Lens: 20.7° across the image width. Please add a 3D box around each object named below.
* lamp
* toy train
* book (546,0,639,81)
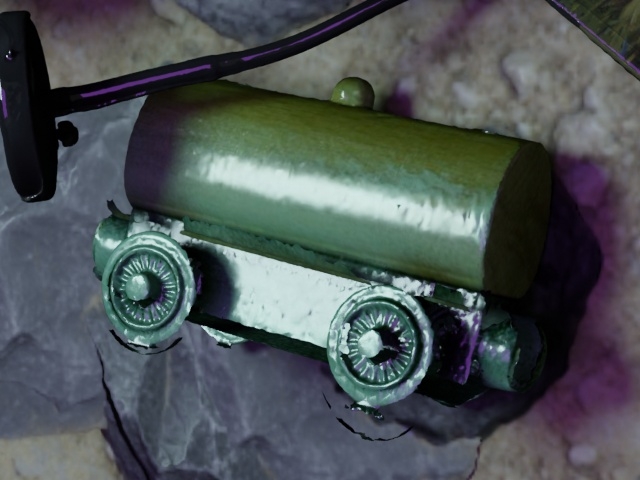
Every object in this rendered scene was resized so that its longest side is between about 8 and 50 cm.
[{"bbox_3d":[-0.030,-0.125,0.990,0.371,0.108,0.130,-15,68,18],"label":"lamp"},{"bbox_3d":[-0.004,-0.002,1.036,0.307,0.126,0.190,14,102,29],"label":"toy train"},{"bbox_3d":[0.205,-0.157,0.922,0.160,0.024,0.228,-47,72,3],"label":"book"}]
